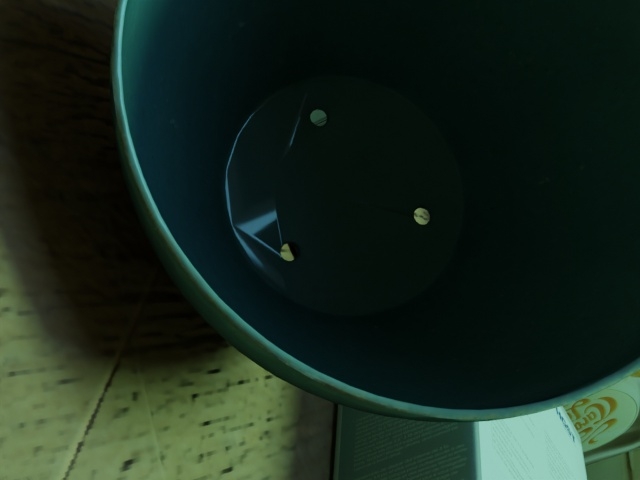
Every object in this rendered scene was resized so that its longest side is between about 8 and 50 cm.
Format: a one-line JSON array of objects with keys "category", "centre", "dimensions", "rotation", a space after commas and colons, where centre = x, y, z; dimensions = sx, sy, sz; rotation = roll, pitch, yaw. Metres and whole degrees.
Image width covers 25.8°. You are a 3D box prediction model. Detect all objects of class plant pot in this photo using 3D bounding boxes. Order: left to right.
[{"category": "plant pot", "centre": [0.034, -0.047, 0.685], "dimensions": [0.195, 0.290, 0.290], "rotation": [136, -66, -70]}]

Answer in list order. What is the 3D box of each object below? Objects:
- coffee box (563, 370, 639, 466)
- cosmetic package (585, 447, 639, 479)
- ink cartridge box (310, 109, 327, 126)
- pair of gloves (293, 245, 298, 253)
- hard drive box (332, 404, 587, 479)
[{"category": "coffee box", "centre": [0.176, 0.093, 1.036], "dimensions": [0.246, 0.141, 0.098], "rotation": [46, 27, -45]}, {"category": "cosmetic package", "centre": [0.199, 0.290, 0.908], "dimensions": [0.160, 0.113, 0.309], "rotation": [61, 18, -17]}, {"category": "ink cartridge box", "centre": [0.018, -0.076, 0.984], "dimensions": [0.115, 0.029, 0.063], "rotation": [12, 56, -69]}, {"category": "pair of gloves", "centre": [0.000, 0.000, 0.871], "dimensions": [0.074, 0.010, 0.083], "rotation": [65, 19, -6]}, {"category": "hard drive box", "centre": [0.089, 0.149, 0.813], "dimensions": [0.181, 0.089, 0.232], "rotation": [56, 21, -27]}]
